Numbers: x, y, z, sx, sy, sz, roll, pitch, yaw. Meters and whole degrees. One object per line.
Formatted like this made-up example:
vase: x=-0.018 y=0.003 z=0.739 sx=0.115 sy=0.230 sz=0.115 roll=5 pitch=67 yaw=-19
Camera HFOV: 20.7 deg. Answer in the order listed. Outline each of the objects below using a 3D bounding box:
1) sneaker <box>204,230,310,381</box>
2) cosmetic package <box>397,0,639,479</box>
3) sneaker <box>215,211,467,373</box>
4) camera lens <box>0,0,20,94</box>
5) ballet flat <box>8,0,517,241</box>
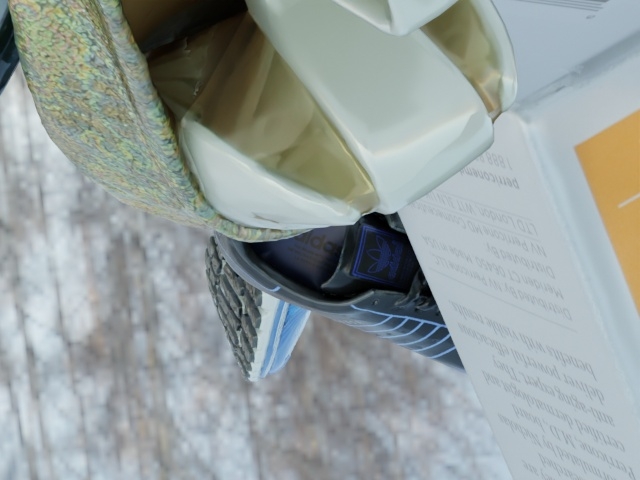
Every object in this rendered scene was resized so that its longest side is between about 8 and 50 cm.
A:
sneaker: x=0.000 y=0.000 z=1.472 sx=0.147 sy=0.330 sz=0.130 roll=-5 pitch=-129 yaw=-25
cosmetic package: x=0.214 y=0.084 z=0.745 sx=0.230 sy=0.453 sz=0.161 roll=-30 pitch=-159 yaw=-15
sneaker: x=0.055 y=0.022 z=0.915 sx=0.232 sy=0.081 sz=0.090 roll=14 pitch=177 yaw=4
camera lens: x=-0.212 y=-0.126 z=0.461 sx=0.274 sy=0.219 sz=0.219 roll=21 pitch=179 yaw=-29
ballet flat: x=-0.007 y=-0.068 z=0.370 sx=0.123 sy=0.123 sz=0.348 roll=-3 pitch=153 yaw=5
